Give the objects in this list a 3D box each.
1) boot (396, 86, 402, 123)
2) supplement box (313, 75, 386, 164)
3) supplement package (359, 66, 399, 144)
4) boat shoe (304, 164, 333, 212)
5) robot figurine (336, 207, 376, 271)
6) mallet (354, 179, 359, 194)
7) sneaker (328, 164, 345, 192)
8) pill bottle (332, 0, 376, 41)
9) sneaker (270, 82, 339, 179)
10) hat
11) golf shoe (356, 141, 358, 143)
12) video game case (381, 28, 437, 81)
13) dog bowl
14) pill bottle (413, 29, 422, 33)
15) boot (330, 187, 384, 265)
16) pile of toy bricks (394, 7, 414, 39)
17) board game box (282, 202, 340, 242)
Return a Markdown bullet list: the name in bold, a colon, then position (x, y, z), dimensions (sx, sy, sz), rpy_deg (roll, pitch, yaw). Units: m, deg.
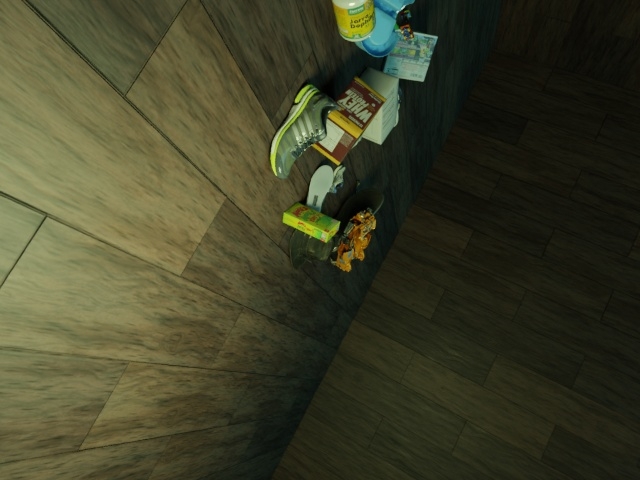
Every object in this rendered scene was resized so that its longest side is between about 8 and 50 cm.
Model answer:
- **boot**: position (0.339, -0.608, 2.275), dimensions (0.086, 0.069, 0.190), rpy_deg (-54, 158, -22)
- **supplement box**: position (0.088, -0.395, 1.663), dimensions (0.191, 0.129, 0.194), rpy_deg (-54, -178, -28)
- **supplement package**: position (0.209, -0.515, 1.925), dimensions (0.134, 0.139, 0.244), rpy_deg (-56, 161, -22)
- **boat shoe**: position (-0.013, -0.171, 1.881), dimensions (0.076, 0.080, 0.228), rpy_deg (-157, -99, -80)
- **robot figurine**: position (0.158, -0.007, 2.161), dimensions (0.211, 0.085, 0.291), rpy_deg (-37, 154, -37)
- **mallet**: position (0.168, -0.201, 2.406), dimensions (0.062, 0.039, 0.190), rpy_deg (-29, 137, -59)
- **sneaker**: position (0.073, -0.245, 2.038), dimensions (0.135, 0.058, 0.052), rpy_deg (-59, 162, -17)
- **pill bottle**: position (0.092, -0.678, 1.418), dimensions (0.117, 0.117, 0.208), rpy_deg (-61, 162, -11)
- **sneaker**: position (-0.051, -0.316, 1.493), dimensions (0.300, 0.121, 0.111), rpy_deg (-65, 162, 1)
- **hat**: position (0.000, 0.000, 2.043), dimensions (0.331, 0.134, 0.331), rpy_deg (-53, 159, -30)
- **golf shoe**: position (0.115, -0.404, 1.936), dimensions (0.086, 0.069, 0.176), rpy_deg (-56, 160, -5)
- **video game case**: position (0.356, -0.745, 2.016), dimensions (0.201, 0.023, 0.183), rpy_deg (1, 124, -22)
- **dog bowl**: position (0.198, -0.744, 1.602), dimensions (0.166, 0.074, 0.297), rpy_deg (12, 105, -38)
- **pill bottle**: position (0.399, -0.798, 2.130), dimensions (0.108, 0.108, 0.180), rpy_deg (-64, 163, -3)
- **boot**: position (0.156, -0.052, 2.362), dimensions (0.377, 0.138, 0.284), rpy_deg (-49, 159, -14)
- **pile of toy bricks**: position (0.260, -0.808, 1.778), dimensions (0.212, 0.118, 0.105), rpy_deg (38, 49, -56)
- **board game box**: position (-0.033, -0.066, 1.779), dimensions (0.092, 0.181, 0.043), rpy_deg (-44, 153, -47)
